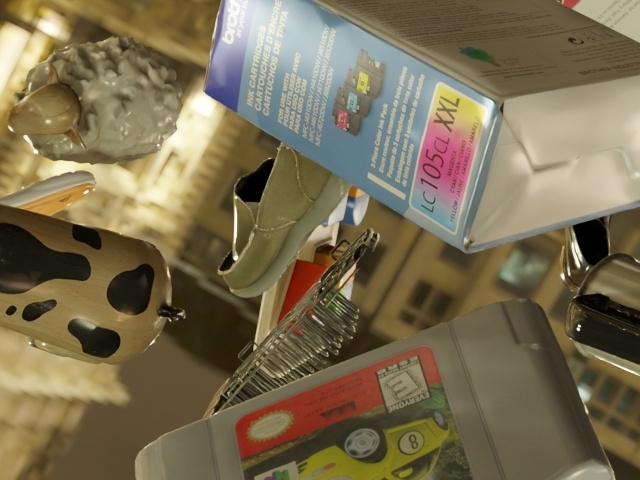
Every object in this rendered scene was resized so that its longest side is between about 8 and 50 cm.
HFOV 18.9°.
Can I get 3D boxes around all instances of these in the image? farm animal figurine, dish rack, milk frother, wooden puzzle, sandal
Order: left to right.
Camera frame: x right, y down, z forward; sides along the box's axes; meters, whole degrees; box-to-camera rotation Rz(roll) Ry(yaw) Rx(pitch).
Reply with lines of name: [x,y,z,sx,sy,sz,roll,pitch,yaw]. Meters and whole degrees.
farm animal figurine: [-0.233,0.032,1.188,0.327,0.330,0.172,0,-178,-26]
sandal: [-0.329,0.003,1.941,0.265,0.102,0.076,-24,-102,-28]
dish rack: [-0.020,0.106,1.986,0.074,0.271,0.208,40,-172,-4]
wooden puzzle: [0.000,0.000,2.679,0.081,0.347,0.322,7,-172,14]
milk frother: [0.256,0.033,1.366,0.135,0.143,0.129,23,178,42]

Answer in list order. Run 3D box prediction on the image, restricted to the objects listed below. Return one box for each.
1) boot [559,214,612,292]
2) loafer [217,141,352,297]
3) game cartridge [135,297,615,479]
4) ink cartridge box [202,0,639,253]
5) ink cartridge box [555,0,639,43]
boot: [0.362,-0.045,2.573,0.082,0.219,0.106,0,170,-6]
loafer: [-0.041,-0.036,1.833,0.087,0.251,0.094,35,-133,-5]
game cartridge: [0.028,0.155,1.204,0.196,0.294,0.060,-107,-7,-50]
ink cartridge box: [0.086,-0.157,1.729,0.270,0.151,0.395,-13,-142,-44]
ink cartridge box: [0.421,-0.281,2.277,0.385,0.279,0.160,38,-148,-15]
